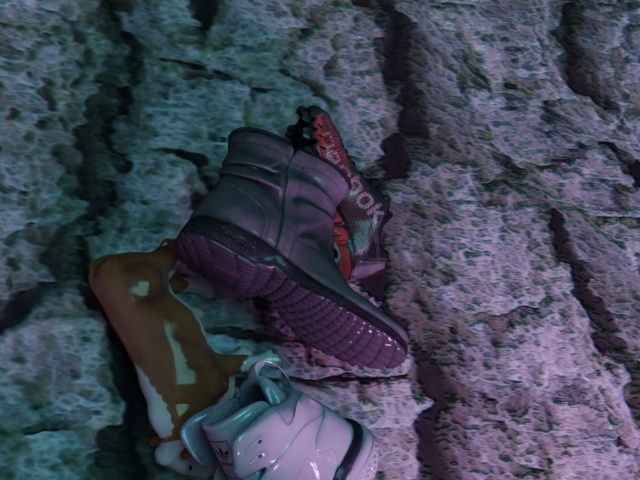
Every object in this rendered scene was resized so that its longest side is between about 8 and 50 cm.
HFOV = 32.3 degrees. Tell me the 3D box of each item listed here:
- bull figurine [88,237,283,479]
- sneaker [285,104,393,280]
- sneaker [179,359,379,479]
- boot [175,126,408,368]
[{"bbox_3d":[-0.169,0.138,1.386,0.188,0.101,0.310,-21,79,-35],"label":"bull figurine"},{"bbox_3d":[0.029,-0.064,1.574,0.135,0.097,0.276,-3,70,-25],"label":"sneaker"},{"bbox_3d":[-0.091,0.318,1.260,0.210,0.137,0.365,47,62,-28],"label":"sneaker"},{"bbox_3d":[0.000,0.000,1.427,0.338,0.118,0.222,35,53,-11],"label":"boot"}]
